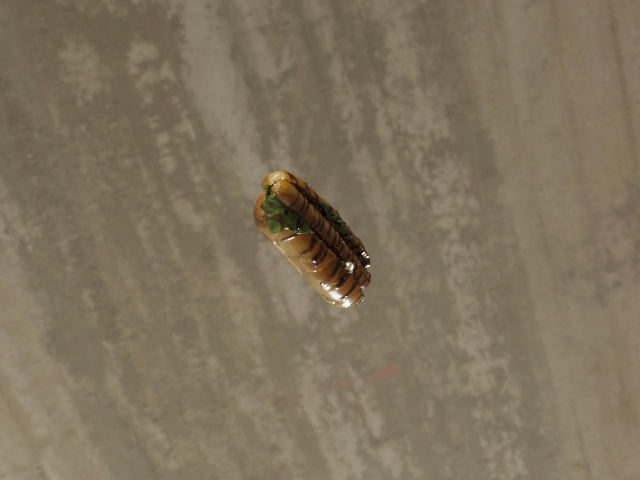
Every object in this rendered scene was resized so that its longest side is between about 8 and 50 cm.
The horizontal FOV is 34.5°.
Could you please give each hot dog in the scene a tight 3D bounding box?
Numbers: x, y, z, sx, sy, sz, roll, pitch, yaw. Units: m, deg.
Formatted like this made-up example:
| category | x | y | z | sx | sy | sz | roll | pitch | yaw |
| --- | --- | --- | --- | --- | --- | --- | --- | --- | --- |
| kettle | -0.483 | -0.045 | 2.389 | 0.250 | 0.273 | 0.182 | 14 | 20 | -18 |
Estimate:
| category | x | y | z | sx | sy | sz | roll | pitch | yaw |
| --- | --- | --- | --- | --- | --- | --- | --- | --- | --- |
| hot dog | 0.000 | 0.000 | 0.607 | 0.122 | 0.037 | 0.049 | 47 | -134 | -49 |
